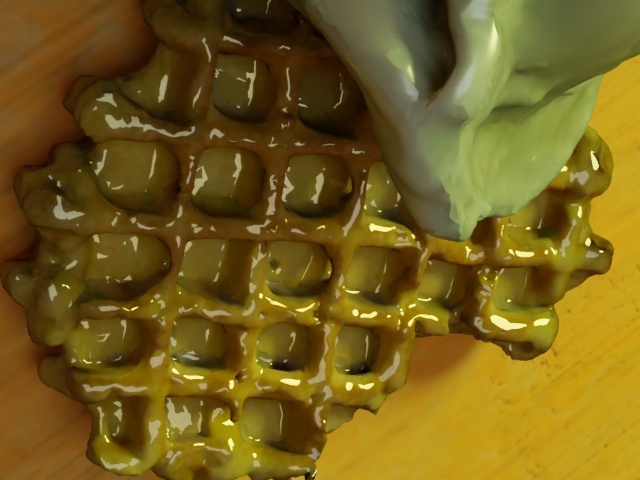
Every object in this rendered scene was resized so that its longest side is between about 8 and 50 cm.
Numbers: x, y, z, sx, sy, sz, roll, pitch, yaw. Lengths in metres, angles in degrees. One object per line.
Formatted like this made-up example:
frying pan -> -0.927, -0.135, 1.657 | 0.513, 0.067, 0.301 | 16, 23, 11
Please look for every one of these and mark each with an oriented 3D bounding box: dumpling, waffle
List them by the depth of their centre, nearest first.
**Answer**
dumpling -> 0.078, -0.174, 0.569 | 0.270, 0.212, 0.321 | 30, 100, -26
waffle -> 0.000, 0.000, 0.691 | 0.249, 0.056, 0.253 | 42, 84, -30
